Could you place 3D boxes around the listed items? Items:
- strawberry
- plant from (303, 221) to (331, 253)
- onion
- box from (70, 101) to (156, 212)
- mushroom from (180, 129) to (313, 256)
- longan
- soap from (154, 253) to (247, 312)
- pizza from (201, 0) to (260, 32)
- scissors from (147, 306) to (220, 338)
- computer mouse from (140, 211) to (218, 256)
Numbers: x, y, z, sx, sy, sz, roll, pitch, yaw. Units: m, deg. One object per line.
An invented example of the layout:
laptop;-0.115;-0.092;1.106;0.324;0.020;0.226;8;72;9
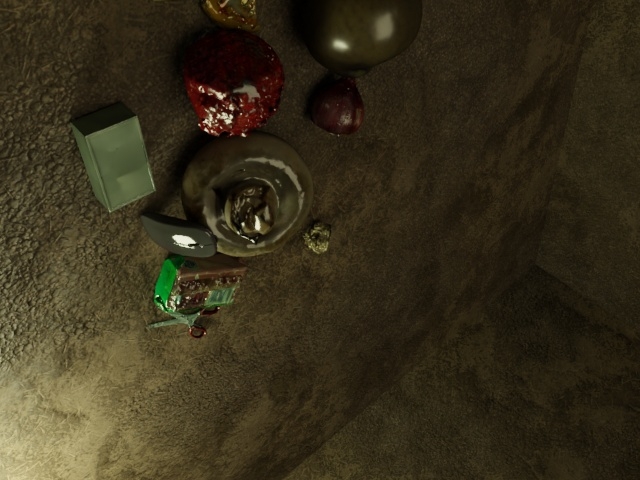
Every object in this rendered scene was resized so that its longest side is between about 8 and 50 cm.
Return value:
strawberry;-0.195;-0.375;1.501;0.274;0.220;0.274;-14;112;-38
plant;0.000;0.000;2.206;0.116;0.104;0.122;-51;153;-18
onion;0.062;-0.408;1.850;0.160;0.159;0.194;-3;121;-47
box;-0.489;-0.197;1.489;0.130;0.086;0.225;-31;141;-27
mushroom;-0.190;-0.112;1.680;0.363;0.294;0.362;-6;120;-11
longan;0.101;-0.577;1.613;0.319;0.319;0.318;-29;140;-28
soap;-0.363;0.132;1.923;0.273;0.098;0.217;-3;124;-46
pizza;-0.188;-0.584;1.510;0.176;0.036;0.185;-56;145;7
scissors;-0.442;0.254;2.021;0.248;0.017;0.144;14;110;-51
computer mouse;-0.382;-0.013;1.661;0.120;0.232;0.057;80;31;-46
